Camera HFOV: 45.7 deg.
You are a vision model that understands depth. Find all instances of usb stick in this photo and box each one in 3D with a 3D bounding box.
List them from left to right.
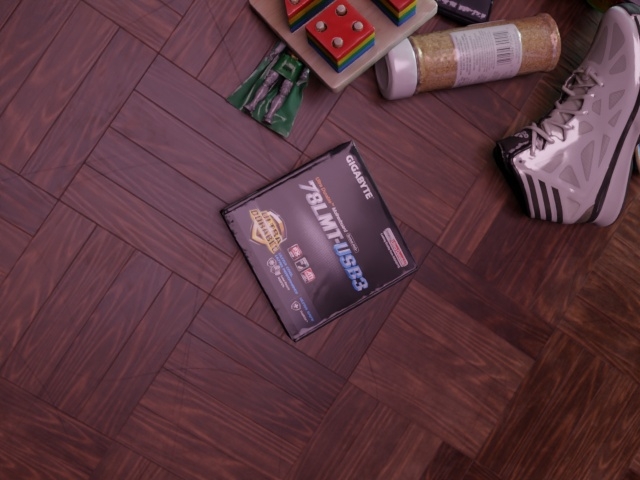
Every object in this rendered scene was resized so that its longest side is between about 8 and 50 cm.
[{"bbox_3d":[0.214,-0.502,1.511,0.278,0.045,0.077,18,86,-12],"label":"usb stick"}]

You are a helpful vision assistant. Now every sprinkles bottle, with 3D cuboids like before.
[{"bbox_3d":[0.288,-0.363,1.497,0.356,0.121,0.121,-12,96,-11],"label":"sprinkles bottle"}]

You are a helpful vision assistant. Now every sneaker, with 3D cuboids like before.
[{"bbox_3d":[0.489,-0.237,1.490,0.258,0.169,0.447,0,110,-10],"label":"sneaker"}]

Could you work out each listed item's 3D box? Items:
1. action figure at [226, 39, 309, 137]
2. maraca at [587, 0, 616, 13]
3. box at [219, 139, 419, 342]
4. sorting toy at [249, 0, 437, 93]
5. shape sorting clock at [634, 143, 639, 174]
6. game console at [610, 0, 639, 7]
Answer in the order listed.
[{"bbox_3d":[-0.062,-0.332,1.459,0.137,0.063,0.232,32,83,-9],"label":"action figure"},{"bbox_3d":[0.593,-0.540,1.564,0.186,0.099,0.127,29,106,6],"label":"maraca"},{"bbox_3d":[0.000,0.000,1.486,0.293,0.073,0.295,-29,99,-8],"label":"box"},{"bbox_3d":[0.038,-0.450,1.397,0.257,0.089,0.255,-40,75,-6],"label":"sorting toy"},{"bbox_3d":[0.686,-0.231,1.576,0.040,0.206,0.206,3,94,32],"label":"shape sorting clock"},{"bbox_3d":[0.650,-0.615,1.479,0.387,0.060,0.342,28,91,-6],"label":"game console"}]
